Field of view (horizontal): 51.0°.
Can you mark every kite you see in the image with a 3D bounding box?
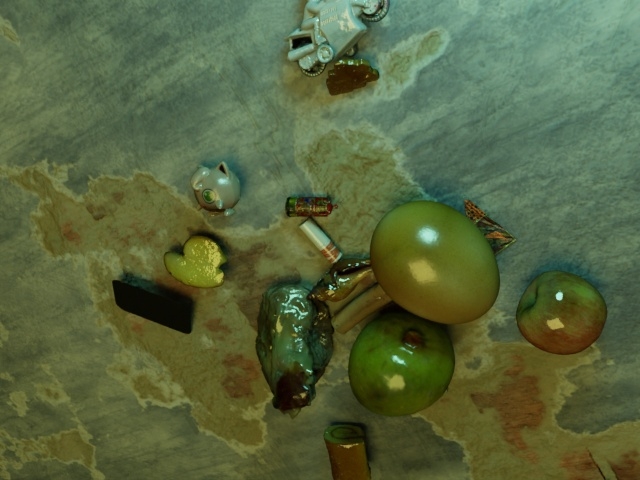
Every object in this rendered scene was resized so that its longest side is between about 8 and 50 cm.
[{"bbox_3d":[0.399,-0.004,1.584,0.125,0.008,0.222,4,120,16],"label":"kite"}]

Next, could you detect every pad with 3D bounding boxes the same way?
[{"bbox_3d":[-0.474,0.130,1.923,0.250,0.055,0.323,20,123,6],"label":"pad"}]

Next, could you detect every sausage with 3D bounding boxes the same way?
[{"bbox_3d":[0.143,0.151,1.728,0.066,0.066,0.301,45,121,-10],"label":"sausage"}]

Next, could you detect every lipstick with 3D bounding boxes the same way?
[{"bbox_3d":[0.000,0.000,1.699,0.038,0.038,0.131,-33,105,31],"label":"lipstick"}]

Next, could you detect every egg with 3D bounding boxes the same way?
[{"bbox_3d":[0.261,0.053,1.517,0.322,0.250,0.250,37,124,-8],"label":"egg"}]

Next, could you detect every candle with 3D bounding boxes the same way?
[{"bbox_3d":[-0.019,-0.082,1.650,0.130,0.052,0.052,2,120,18],"label":"candle"}]

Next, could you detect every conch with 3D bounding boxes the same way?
[{"bbox_3d":[0.066,0.087,1.712,0.233,0.080,0.086,-46,123,11],"label":"conch"}]

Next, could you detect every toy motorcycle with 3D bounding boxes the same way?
[{"bbox_3d":[0.020,-0.465,1.390,0.260,0.110,0.171,-34,89,38],"label":"toy motorcycle"}]

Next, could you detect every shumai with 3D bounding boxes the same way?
[{"bbox_3d":[-0.096,0.312,1.769,0.217,0.283,0.346,10,124,10],"label":"shumai"}]

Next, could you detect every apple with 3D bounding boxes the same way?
[{"bbox_3d":[0.549,0.166,1.528,0.174,0.188,0.188,23,124,-1],"label":"apple"}]

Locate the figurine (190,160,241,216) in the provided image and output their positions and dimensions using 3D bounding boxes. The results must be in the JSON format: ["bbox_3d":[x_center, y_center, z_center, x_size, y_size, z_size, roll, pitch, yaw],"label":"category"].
[{"bbox_3d":[-0.259,-0.126,1.662,0.125,0.125,0.138,-7,106,22],"label":"figurine"}]

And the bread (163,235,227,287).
[{"bbox_3d":[-0.337,0.050,1.832,0.187,0.065,0.149,7,111,18],"label":"bread"}]

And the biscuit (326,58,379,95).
[{"bbox_3d":[0.058,-0.354,1.453,0.119,0.019,0.130,9,154,-36],"label":"biscuit"}]

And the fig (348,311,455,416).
[{"bbox_3d":[0.189,0.334,1.713,0.258,0.258,0.326,29,137,0],"label":"fig"}]

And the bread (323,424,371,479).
[{"bbox_3d":[0.085,0.640,2.008,0.132,0.103,0.172,-4,118,16],"label":"bread"}]

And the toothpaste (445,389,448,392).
[{"bbox_3d":[0.254,0.430,1.874,0.204,0.031,0.049,-23,110,25],"label":"toothpaste"}]
